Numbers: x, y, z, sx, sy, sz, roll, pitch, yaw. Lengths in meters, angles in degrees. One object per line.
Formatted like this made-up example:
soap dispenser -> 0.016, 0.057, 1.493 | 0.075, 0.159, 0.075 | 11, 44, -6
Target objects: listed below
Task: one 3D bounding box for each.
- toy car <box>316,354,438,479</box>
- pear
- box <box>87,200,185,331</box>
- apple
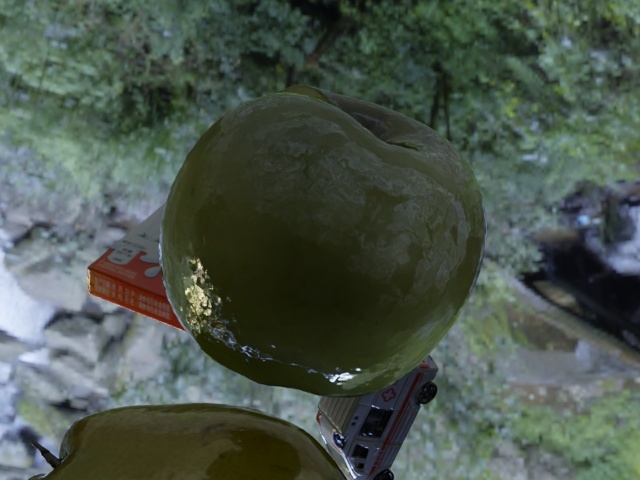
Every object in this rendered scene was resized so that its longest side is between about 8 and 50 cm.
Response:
toy car -> 0.049, 0.206, 1.354 | 0.108, 0.089, 0.210 | 6, 116, -40
pear -> -0.121, 0.291, 1.111 | 0.336, 0.285, 0.285 | 14, 144, -23
box -> -0.099, 0.028, 1.420 | 0.273, 0.265, 0.048 | 18, 124, 17
apple -> 0.000, 0.000, 1.031 | 0.291, 0.292, 0.254 | 13, 106, -13
